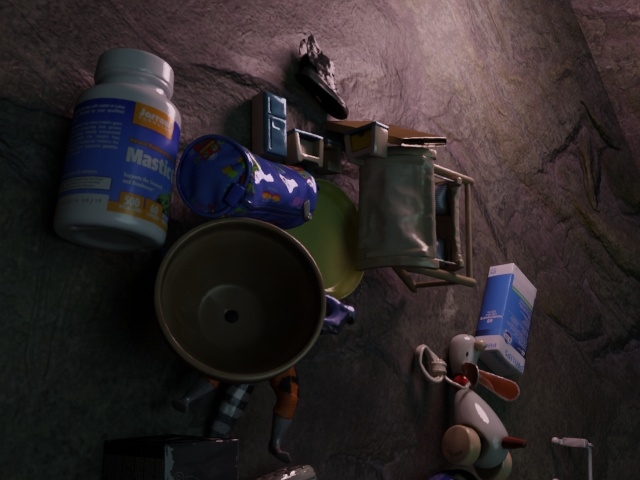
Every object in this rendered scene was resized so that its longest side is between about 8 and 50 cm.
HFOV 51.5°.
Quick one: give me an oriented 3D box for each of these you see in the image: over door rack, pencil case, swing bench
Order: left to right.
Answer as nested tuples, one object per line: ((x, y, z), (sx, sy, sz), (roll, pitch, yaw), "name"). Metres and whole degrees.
((-0.103, -0.082, 1.071), (0.119, 0.133, 0.306), (-58, 161, 9), "pencil case")
((0.201, -0.041, 1.391), (0.255, 0.165, 0.253), (24, 62, -51), "swing bench")
((0.665, 0.646, 1.758), (0.324, 0.108, 0.239), (36, 54, -60), "over door rack")

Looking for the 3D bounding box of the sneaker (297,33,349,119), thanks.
((0.012, -0.337, 1.381), (0.170, 0.051, 0.089), (41, 58, -28), "sneaker")

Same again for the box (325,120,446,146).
((0.136, -0.224, 1.383), (0.165, 0.201, 0.021), (-10, 115, -47), "box")

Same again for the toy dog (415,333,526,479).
((0.358, 0.353, 1.446), (0.220, 0.161, 0.333), (8, 60, -47), "toy dog")

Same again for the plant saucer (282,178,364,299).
((0.000, 0.000, 1.297), (0.241, 0.037, 0.240), (13, 71, -45), "plant saucer")

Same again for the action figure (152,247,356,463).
((-0.137, 0.149, 1.076), (0.342, 0.178, 0.330), (24, 53, -7), "action figure")

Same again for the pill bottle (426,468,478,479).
((0.253, 0.541, 1.351), (0.219, 0.123, 0.122), (2, 78, -60), "pill bottle")

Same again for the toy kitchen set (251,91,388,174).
((0.001, -0.214, 1.255), (0.207, 0.166, 0.122), (9, 74, -45), "toy kitchen set")

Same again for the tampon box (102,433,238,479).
((-0.207, 0.324, 0.910), (0.121, 0.161, 0.101), (11, 72, -44), "tampon box")

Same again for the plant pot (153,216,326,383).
((-0.120, 0.094, 0.948), (0.238, 0.109, 0.237), (7, 65, -16), "plant pot")

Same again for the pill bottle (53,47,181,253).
((-0.282, -0.129, 0.951), (0.152, 0.152, 0.271), (19, 68, -42), "pill bottle")

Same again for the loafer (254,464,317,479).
((-0.114, 0.436, 1.017), (0.320, 0.112, 0.111), (-2, 73, -47), "loafer")

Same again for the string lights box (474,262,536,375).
((0.480, 0.204, 1.717), (0.133, 0.077, 0.259), (43, 53, -30), "string lights box")
